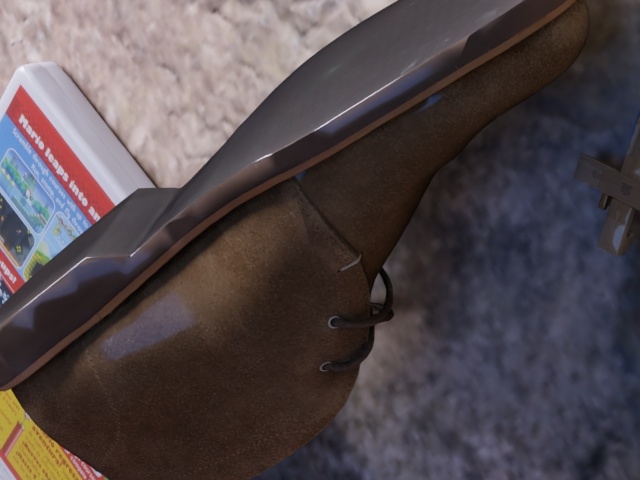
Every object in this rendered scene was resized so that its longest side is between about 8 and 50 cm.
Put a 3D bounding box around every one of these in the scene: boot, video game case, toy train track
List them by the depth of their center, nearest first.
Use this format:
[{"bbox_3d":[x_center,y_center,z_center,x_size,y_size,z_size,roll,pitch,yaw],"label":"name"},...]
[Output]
[{"bbox_3d":[0.118,-0.035,0.689,0.048,0.014,0.083,31,114,41],"label":"toy train track"},{"bbox_3d":[0.000,0.000,0.750,0.305,0.112,0.115,-36,100,30],"label":"boot"},{"bbox_3d":[-0.138,0.084,0.936,0.204,0.025,0.285,51,129,21],"label":"video game case"}]
